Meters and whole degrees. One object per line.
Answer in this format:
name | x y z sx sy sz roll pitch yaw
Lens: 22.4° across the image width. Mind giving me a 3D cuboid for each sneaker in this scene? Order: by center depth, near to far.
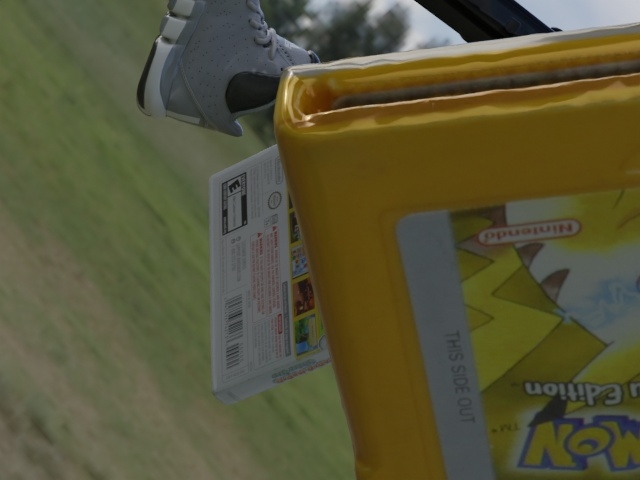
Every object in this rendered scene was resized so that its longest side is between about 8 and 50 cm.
sneaker | -0.052 -0.189 1.298 0.132 0.229 0.086 20 16 -6

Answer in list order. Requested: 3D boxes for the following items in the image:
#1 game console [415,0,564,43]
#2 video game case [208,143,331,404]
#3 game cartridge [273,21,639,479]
game console | 0.018 -0.190 0.942 0.361 0.044 0.213 28 11 -45
video game case | 0.000 0.000 1.293 0.026 0.206 0.227 42 33 -42
game cartridge | 0.148 0.051 0.665 0.053 0.285 0.324 -87 168 -48
